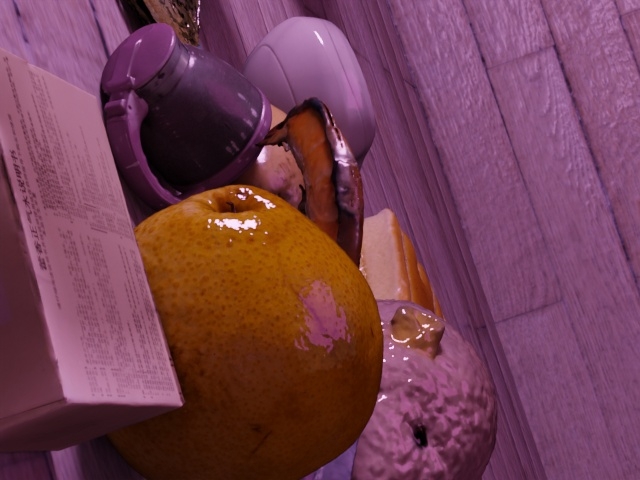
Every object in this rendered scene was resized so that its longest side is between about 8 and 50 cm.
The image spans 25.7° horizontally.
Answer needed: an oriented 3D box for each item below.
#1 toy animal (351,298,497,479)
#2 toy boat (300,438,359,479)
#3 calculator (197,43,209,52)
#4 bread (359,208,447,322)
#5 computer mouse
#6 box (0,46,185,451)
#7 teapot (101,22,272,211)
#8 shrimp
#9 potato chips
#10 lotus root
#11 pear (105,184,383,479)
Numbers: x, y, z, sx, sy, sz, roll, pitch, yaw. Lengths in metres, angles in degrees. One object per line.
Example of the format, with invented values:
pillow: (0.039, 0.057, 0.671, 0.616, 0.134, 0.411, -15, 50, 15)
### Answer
toy animal: (0.085, 0.169, 1.457, 0.358, 0.188, 0.227, -13, 87, -70)
toy boat: (-0.009, 0.160, 1.214, 0.283, 0.078, 0.127, -74, -178, -59)
calculator: (-0.116, -0.160, 1.496, 0.094, 0.019, 0.141, -90, 158, -50)
bread: (0.096, 0.125, 1.768, 0.246, 0.111, 0.239, -91, 157, -55)
computer mouse: (-0.029, -0.121, 1.514, 0.184, 0.121, 0.297, 67, -16, 6)
box: (-0.174, 0.009, 0.804, 0.168, 0.095, 0.212, 30, 41, -74)
teapot: (-0.131, -0.107, 1.209, 0.116, 0.148, 0.146, 27, -15, 51)
shrimp: (-0.033, 0.007, 1.170, 0.290, 0.054, 0.222, 123, -34, -50)
potato chips: (-0.171, -0.278, 1.409, 0.202, 0.029, 0.220, 64, 17, -3)
lotus root: (-0.064, -0.067, 1.340, 0.118, 0.125, 0.221, 33, 27, -20)
pear: (-0.060, 0.064, 0.956, 0.209, 0.208, 0.209, -19, 90, -78)
